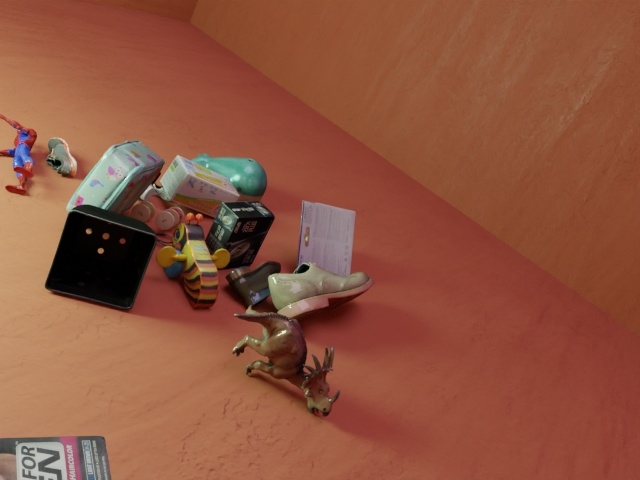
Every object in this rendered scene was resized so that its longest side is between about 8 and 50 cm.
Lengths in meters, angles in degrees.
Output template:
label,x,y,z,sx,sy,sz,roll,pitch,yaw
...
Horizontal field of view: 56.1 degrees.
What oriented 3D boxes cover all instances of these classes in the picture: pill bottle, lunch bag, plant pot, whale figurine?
label,x,y,z,sx,sy,sz,roll,pitch,yaw
pill bottle,-0.545,-0.165,1.758,0.116,0.065,0.065,33,25,7
lunch bag,-0.515,-0.137,1.526,0.108,0.224,0.279,38,11,-7
plant pot,-0.486,0.019,1.350,0.187,0.188,0.167,19,13,-22
whale figurine,-0.308,-0.239,2.066,0.272,0.141,0.216,29,25,1

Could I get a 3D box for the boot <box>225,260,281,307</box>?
label,x,y,z,sx,sy,sz,roll,pitch,yaw
boot,-0.161,0.122,1.639,0.219,0.082,0.106,-11,66,-57

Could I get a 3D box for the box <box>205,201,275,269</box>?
label,x,y,z,sx,sy,sz,roll,pitch,yaw
box,-0.231,-0.015,1.668,0.077,0.180,0.147,43,28,28

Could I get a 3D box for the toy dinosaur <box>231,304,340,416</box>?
label,x,y,z,sx,sy,sz,roll,pitch,yaw
toy dinosaur,-0.068,0.237,1.318,0.200,0.296,0.127,-1,39,31

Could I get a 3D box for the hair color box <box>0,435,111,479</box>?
label,x,y,z,sx,sy,sz,roll,pitch,yaw
hair color box,-0.460,0.361,0.788,0.347,0.105,0.174,10,30,-35

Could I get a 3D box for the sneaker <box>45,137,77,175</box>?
label,x,y,z,sx,sy,sz,roll,pitch,yaw
sneaker,-0.747,-0.241,1.699,0.064,0.061,0.158,-9,44,-45

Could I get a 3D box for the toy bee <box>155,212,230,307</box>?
label,x,y,z,sx,sy,sz,roll,pitch,yaw
toy bee,-0.337,0.020,1.514,0.298,0.162,0.195,38,28,19

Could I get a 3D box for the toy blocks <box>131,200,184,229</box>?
label,x,y,z,sx,sy,sz,roll,pitch,yaw
toy blocks,-0.454,-0.078,1.703,0.123,0.054,0.148,17,11,-1

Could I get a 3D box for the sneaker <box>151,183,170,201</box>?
label,x,y,z,sx,sy,sz,roll,pitch,yaw
sneaker,-0.478,-0.147,1.832,0.083,0.037,0.032,21,24,-21

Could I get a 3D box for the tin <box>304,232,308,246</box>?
label,x,y,z,sx,sy,sz,roll,pitch,yaw
tin,0.000,0.000,1.979,0.040,0.106,0.189,32,23,22

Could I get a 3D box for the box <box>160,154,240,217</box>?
label,x,y,z,sx,sy,sz,roll,pitch,yaw
box,-0.368,-0.159,1.848,0.203,0.103,0.114,22,22,-44

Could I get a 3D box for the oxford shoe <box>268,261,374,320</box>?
label,x,y,z,sx,sy,sz,roll,pitch,yaw
oxford shoe,0.013,0.118,1.677,0.397,0.140,0.147,-9,71,-55

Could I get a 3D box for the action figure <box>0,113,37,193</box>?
label,x,y,z,sx,sy,sz,roll,pitch,yaw
action figure,-0.820,-0.242,1.575,0.139,0.091,0.280,24,23,-32

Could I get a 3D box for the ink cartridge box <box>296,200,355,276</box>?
label,x,y,z,sx,sy,sz,roll,pitch,yaw
ink cartridge box,0.009,-0.001,1.883,0.224,0.223,0.045,11,-7,-40
